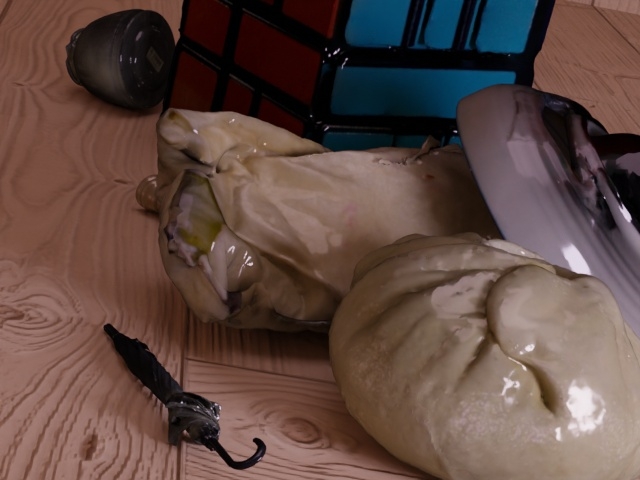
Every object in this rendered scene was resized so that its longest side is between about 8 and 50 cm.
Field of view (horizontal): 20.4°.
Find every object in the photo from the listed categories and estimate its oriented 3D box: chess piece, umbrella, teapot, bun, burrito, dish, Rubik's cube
[{"bbox_3d":[-0.133,-0.027,1.639,0.035,0.035,0.092,-2,27,-38],"label":"chess piece"},{"bbox_3d":[-0.114,0.108,1.259,0.044,0.044,0.269,-36,30,-15],"label":"umbrella"},{"bbox_3d":[-0.221,-0.210,2.004,0.108,0.111,0.149,6,19,28],"label":"teapot"},{"bbox_3d":[0.127,0.078,1.301,0.259,0.160,0.259,11,21,-4],"label":"bun"},{"bbox_3d":[-0.001,-0.003,1.479,0.332,0.190,0.135,4,-16,-31],"label":"burrito"},{"bbox_3d":[0.242,-0.037,1.515,0.273,0.134,0.273,49,20,-25],"label":"dish"},{"bbox_3d":[0.036,-0.199,1.860,0.288,0.283,0.293,1,25,-35],"label":"Rubik's cube"}]
